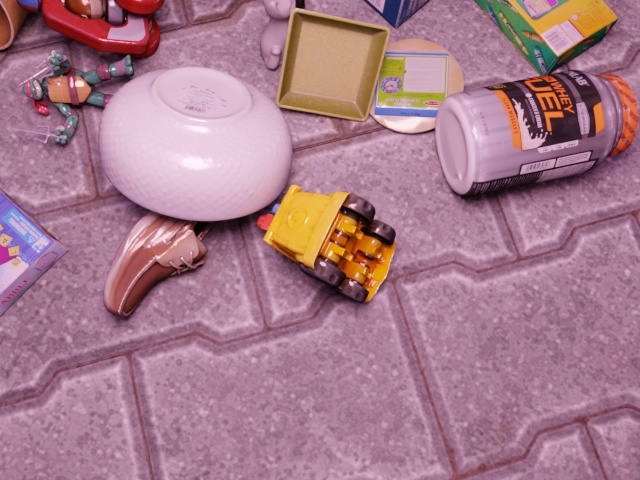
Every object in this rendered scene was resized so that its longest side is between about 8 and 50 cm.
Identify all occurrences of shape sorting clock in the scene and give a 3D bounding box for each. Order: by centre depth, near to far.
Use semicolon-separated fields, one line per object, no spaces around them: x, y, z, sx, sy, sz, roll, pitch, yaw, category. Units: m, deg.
0.185;-0.314;1.101;0.207;0.040;0.206;-1;75;5;shape sorting clock

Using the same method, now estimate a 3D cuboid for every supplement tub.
0.391;-0.202;0.999;0.316;0.193;0.193;-13;76;-5;supplement tub

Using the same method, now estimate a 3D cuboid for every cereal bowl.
-0.207;-0.198;0.937;0.340;0.141;0.338;9;45;-10;cereal bowl

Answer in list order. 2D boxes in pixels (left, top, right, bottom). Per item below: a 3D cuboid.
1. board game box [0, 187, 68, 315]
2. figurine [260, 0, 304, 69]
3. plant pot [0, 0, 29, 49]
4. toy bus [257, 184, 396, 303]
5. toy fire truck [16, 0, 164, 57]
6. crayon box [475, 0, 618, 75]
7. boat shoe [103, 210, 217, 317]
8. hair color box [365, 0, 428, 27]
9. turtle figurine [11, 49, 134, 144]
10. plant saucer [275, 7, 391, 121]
-0.693;0.025;0.976;0.319;0.066;0.318;39;78;9;board game box
-0.078;-0.477;1.052;0.093;0.209;0.214;2;75;0;figurine
-0.650;-0.555;1.067;0.237;0.237;0.254;19;61;4;plant pot
0.000;0.000;0.959;0.212;0.220;0.149;17;77;37;toy bus
-0.438;-0.495;1.033;0.254;0.169;0.301;-3;73;-22;toy fire truck
0.457;-0.504;1.138;0.165;0.081;0.278;-33;78;-10;crayon box
-0.262;0.002;0.968;0.117;0.123;0.324;31;78;4;boat shoe
0.229;-0.636;1.157;0.347;0.105;0.174;-43;80;-12;hair color box
-0.473;-0.286;1.029;0.235;0.175;0.118;-9;44;-14;turtle figurine
0.019;-0.340;1.048;0.189;0.188;0.045;8;34;-10;plant saucer
